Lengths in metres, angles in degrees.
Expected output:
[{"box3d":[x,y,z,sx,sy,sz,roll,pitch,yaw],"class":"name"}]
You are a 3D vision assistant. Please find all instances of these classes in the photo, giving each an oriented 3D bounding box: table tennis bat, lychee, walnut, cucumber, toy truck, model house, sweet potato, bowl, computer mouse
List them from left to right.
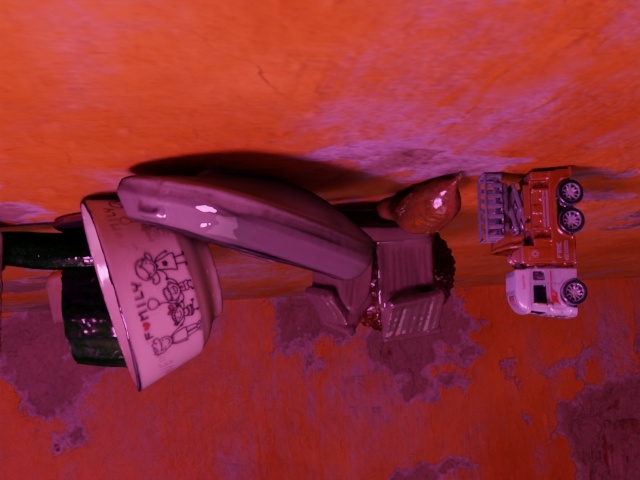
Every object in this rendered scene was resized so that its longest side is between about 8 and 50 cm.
[{"box3d":[-0.331,0.012,1.243,0.284,0.056,0.056,-1,174,8],"class":"cucumber"},{"box3d":[-0.292,0.082,1.340,0.130,0.191,0.191,-3,173,6],"class":"cucumber"},{"box3d":[-0.197,0.049,1.121,0.126,0.237,0.238,-18,178,-18],"class":"bowl"},{"box3d":[-0.209,-0.024,1.252,0.301,0.022,0.173,-4,173,9],"class":"table tennis bat"},{"box3d":[-0.069,-0.027,1.021,0.197,0.095,0.331,8,173,32],"class":"computer mouse"},{"box3d":[0.085,0.047,1.286,0.229,0.188,0.122,-3,177,-22],"class":"model house"},{"box3d":[0.109,0.052,1.474,0.188,0.188,0.188,-4,173,0],"class":"lychee"},{"box3d":[0.120,-0.035,1.177,0.068,0.068,0.226,-1,173,-22],"class":"sweet potato"},{"box3d":[0.348,-0.005,1.600,0.121,0.052,0.091,-6,172,0],"class":"walnut"},{"box3d":[0.252,0.006,1.117,0.115,0.177,0.080,-2,173,-1],"class":"toy truck"}]

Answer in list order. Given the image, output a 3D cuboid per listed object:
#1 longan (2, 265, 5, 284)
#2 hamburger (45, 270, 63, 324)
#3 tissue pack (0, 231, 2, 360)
[{"box3d":[-0.586,0.074,1.593,0.119,0.106,0.106,-45,-164,-29],"class":"longan"},{"box3d":[-0.323,0.082,1.572,0.295,0.151,0.227,1,174,33],"class":"hamburger"},{"box3d":[-0.483,0.060,1.122,0.124,0.185,0.225,-2,173,8],"class":"tissue pack"}]
